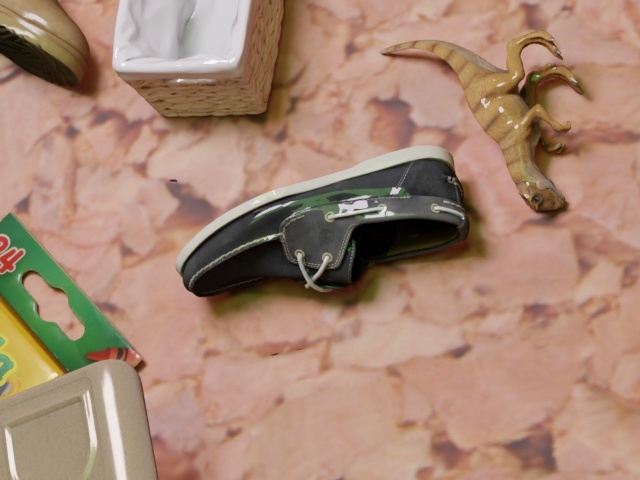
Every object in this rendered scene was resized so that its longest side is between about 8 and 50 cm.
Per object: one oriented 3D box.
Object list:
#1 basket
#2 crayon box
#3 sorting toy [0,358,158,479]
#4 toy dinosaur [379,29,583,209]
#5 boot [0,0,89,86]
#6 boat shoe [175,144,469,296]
[{"bbox_3d":[-0.093,-0.192,1.590,0.113,0.103,0.167,0,68,18],"label":"basket"},{"bbox_3d":[-0.324,0.128,1.536,0.318,0.081,0.202,-44,61,-5],"label":"crayon box"},{"bbox_3d":[-0.208,0.257,1.370,0.229,0.041,0.307,-20,63,14],"label":"sorting toy"},{"bbox_3d":[0.136,-0.119,1.507,0.112,0.064,0.211,-34,61,2],"label":"toy dinosaur"},{"bbox_3d":[-0.223,-0.291,1.685,0.236,0.089,0.269,31,78,26],"label":"boot"},{"bbox_3d":[0.000,0.000,1.487,0.233,0.084,0.079,-18,62,6],"label":"boat shoe"}]
